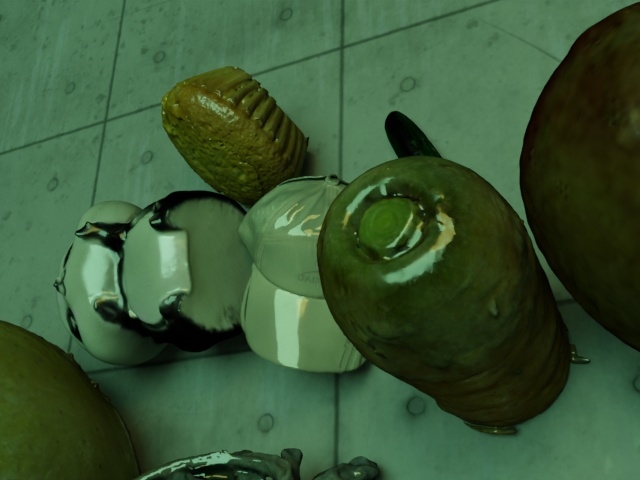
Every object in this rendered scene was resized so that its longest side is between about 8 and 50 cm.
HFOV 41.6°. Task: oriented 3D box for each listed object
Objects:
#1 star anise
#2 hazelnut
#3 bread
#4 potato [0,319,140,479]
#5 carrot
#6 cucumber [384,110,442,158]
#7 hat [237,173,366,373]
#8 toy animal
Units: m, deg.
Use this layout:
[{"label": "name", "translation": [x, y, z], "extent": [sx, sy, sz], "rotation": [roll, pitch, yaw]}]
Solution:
[{"label": "star anise", "translation": [-0.074, 0.353, 0.970], "extent": [0.359, 0.139, 0.316], "rotation": [-33, 64, -21]}, {"label": "hazelnut", "translation": [0.407, -0.050, 0.804], "extent": [0.421, 0.421, 0.352], "rotation": [3, 86, 31]}, {"label": "bread", "translation": [-0.125, -0.158, 1.260], "extent": [0.240, 0.240, 0.139], "rotation": [23, 68, 36]}, {"label": "potato", "translation": [-0.469, 0.309, 1.073], "extent": [0.385, 0.319, 0.442], "rotation": [-34, 78, -5]}, {"label": "carrot", "translation": [0.143, 0.062, 0.927], "extent": [0.224, 0.341, 0.224], "rotation": [-16, 56, 25]}, {"label": "cucumber", "translation": [0.156, -0.097, 1.173], "extent": [0.056, 0.056, 0.284], "rotation": [-39, 49, 8]}, {"label": "hat", "translation": [-0.009, 0.047, 1.092], "extent": [0.220, 0.164, 0.225], "rotation": [8, 50, -3]}, {"label": "toy animal", "translation": [-0.247, 0.061, 1.231], "extent": [0.310, 0.251, 0.250], "rotation": [-10, 62, 38]}]
